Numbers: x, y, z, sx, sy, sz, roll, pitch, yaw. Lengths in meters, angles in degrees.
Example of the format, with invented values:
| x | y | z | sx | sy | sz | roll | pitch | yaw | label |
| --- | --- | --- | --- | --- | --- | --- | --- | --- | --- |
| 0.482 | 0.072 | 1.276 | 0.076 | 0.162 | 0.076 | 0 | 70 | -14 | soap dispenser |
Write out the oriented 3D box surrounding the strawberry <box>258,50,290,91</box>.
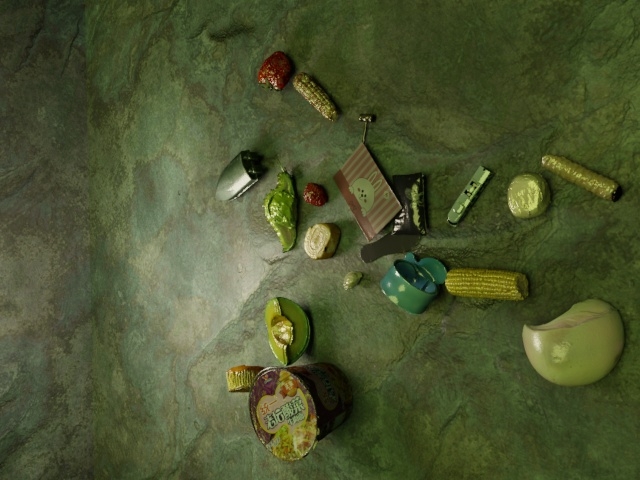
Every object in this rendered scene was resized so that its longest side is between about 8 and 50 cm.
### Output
| x | y | z | sx | sy | sz | roll | pitch | yaw | label |
| --- | --- | --- | --- | --- | --- | --- | --- | --- | --- |
| -0.176 | -0.658 | 2.164 | 0.131 | 0.131 | 0.148 | 29 | 118 | 35 | strawberry |

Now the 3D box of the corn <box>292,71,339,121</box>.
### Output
| x | y | z | sx | sy | sz | roll | pitch | yaw | label |
| --- | --- | --- | --- | --- | --- | --- | --- | --- | --- |
| -0.015 | -0.533 | 2.063 | 0.237 | 0.079 | 0.079 | 51 | 122 | 24 | corn |

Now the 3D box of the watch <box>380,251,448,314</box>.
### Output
| x | y | z | sx | sy | sz | roll | pitch | yaw | label |
| --- | --- | --- | --- | --- | --- | --- | --- | --- | --- |
| 0.282 | 0.139 | 1.776 | 0.211 | 0.193 | 0.211 | 2 | 93 | 38 | watch |

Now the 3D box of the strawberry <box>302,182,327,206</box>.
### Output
| x | y | z | sx | sy | sz | roll | pitch | yaw | label |
| --- | --- | --- | --- | --- | --- | --- | --- | --- | --- |
| -0.021 | -0.169 | 2.091 | 0.096 | 0.083 | 0.083 | 29 | 115 | -3 | strawberry |

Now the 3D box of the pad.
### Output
| x | y | z | sx | sy | sz | roll | pitch | yaw | label |
| --- | --- | --- | --- | --- | --- | --- | --- | --- | --- |
| 0.158 | -0.171 | 1.952 | 0.202 | 0.005 | 0.300 | -49 | 58 | 40 | pad |

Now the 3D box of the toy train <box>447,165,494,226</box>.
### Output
| x | y | z | sx | sy | sz | roll | pitch | yaw | label |
| --- | --- | --- | --- | --- | --- | --- | --- | --- | --- |
| 0.455 | -0.132 | 1.714 | 0.043 | 0.047 | 0.207 | 44 | 117 | 31 | toy train |

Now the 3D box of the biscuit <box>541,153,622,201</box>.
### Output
| x | y | z | sx | sy | sz | roll | pitch | yaw | label |
| --- | --- | --- | --- | --- | --- | --- | --- | --- | --- |
| 0.702 | -0.173 | 1.496 | 0.219 | 0.061 | 0.055 | 37 | 93 | 33 | biscuit |

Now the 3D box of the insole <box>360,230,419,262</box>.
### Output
| x | y | z | sx | sy | sz | roll | pitch | yaw | label |
| --- | --- | --- | --- | --- | --- | --- | --- | --- | --- |
| 0.236 | 0.016 | 1.931 | 0.253 | 0.005 | 0.086 | -23 | 77 | 38 | insole |

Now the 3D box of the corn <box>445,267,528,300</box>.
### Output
| x | y | z | sx | sy | sz | roll | pitch | yaw | label |
| --- | --- | --- | --- | --- | --- | --- | --- | --- | --- |
| 0.493 | 0.130 | 1.664 | 0.244 | 0.093 | 0.093 | 2 | 94 | 40 | corn |

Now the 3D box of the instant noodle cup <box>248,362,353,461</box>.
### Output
| x | y | z | sx | sy | sz | roll | pitch | yaw | label |
| --- | --- | --- | --- | --- | --- | --- | --- | --- | --- |
| -0.055 | 0.602 | 2.037 | 0.340 | 0.266 | 0.340 | 2 | 92 | 40 | instant noodle cup |

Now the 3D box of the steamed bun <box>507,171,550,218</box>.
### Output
| x | y | z | sx | sy | sz | roll | pitch | yaw | label |
| --- | --- | --- | --- | --- | --- | --- | --- | --- | --- |
| 0.589 | -0.126 | 1.573 | 0.112 | 0.091 | 0.130 | -6 | 87 | 42 | steamed bun |

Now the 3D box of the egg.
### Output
| x | y | z | sx | sy | sz | roll | pitch | yaw | label |
| --- | --- | --- | --- | --- | --- | --- | --- | --- | --- |
| 0.666 | 0.290 | 1.485 | 0.271 | 0.162 | 0.206 | -34 | 70 | 37 | egg |

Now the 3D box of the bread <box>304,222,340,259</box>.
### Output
| x | y | z | sx | sy | sz | roll | pitch | yaw | label |
| --- | --- | --- | --- | --- | --- | --- | --- | --- | --- |
| 0.000 | 0.000 | 2.082 | 0.122 | 0.073 | 0.149 | 35 | 113 | 35 | bread |

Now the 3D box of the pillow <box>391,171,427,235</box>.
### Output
| x | y | z | sx | sy | sz | roll | pitch | yaw | label |
| --- | --- | --- | --- | --- | --- | --- | --- | --- | --- |
| 0.292 | -0.119 | 1.843 | 0.141 | 0.055 | 0.208 | 1 | 93 | 46 | pillow |

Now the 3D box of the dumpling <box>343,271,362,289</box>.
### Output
| x | y | z | sx | sy | sz | roll | pitch | yaw | label |
| --- | --- | --- | --- | --- | --- | --- | --- | --- | --- |
| 0.112 | 0.141 | 2.019 | 0.077 | 0.043 | 0.059 | -60 | 36 | 29 | dumpling |

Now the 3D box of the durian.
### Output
| x | y | z | sx | sy | sz | roll | pitch | yaw | label |
| --- | --- | --- | --- | --- | --- | --- | --- | --- | --- |
| -0.152 | -0.132 | 2.184 | 0.132 | 0.106 | 0.375 | 3 | 98 | 34 | durian |

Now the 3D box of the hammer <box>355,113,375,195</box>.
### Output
| x | y | z | sx | sy | sz | roll | pitch | yaw | label |
| --- | --- | --- | --- | --- | --- | --- | --- | --- | --- |
| 0.149 | -0.302 | 1.976 | 0.058 | 0.029 | 0.292 | 15 | 104 | 41 | hammer |

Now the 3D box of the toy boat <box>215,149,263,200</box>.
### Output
| x | y | z | sx | sy | sz | roll | pitch | yaw | label |
| --- | --- | --- | --- | --- | --- | --- | --- | --- | --- |
| -0.360 | -0.258 | 2.363 | 0.319 | 0.092 | 0.141 | -32 | 73 | 44 | toy boat |

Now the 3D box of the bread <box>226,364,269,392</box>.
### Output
| x | y | z | sx | sy | sz | roll | pitch | yaw | label |
| --- | --- | --- | --- | --- | --- | --- | --- | --- | --- |
| -0.293 | 0.566 | 2.283 | 0.132 | 0.190 | 0.114 | -19 | 72 | 36 | bread |

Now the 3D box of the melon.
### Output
| x | y | z | sx | sy | sz | roll | pitch | yaw | label |
| --- | --- | --- | --- | --- | --- | --- | --- | --- | --- |
| -0.131 | 0.344 | 2.190 | 0.169 | 0.129 | 0.265 | -12 | 88 | 62 | melon |
